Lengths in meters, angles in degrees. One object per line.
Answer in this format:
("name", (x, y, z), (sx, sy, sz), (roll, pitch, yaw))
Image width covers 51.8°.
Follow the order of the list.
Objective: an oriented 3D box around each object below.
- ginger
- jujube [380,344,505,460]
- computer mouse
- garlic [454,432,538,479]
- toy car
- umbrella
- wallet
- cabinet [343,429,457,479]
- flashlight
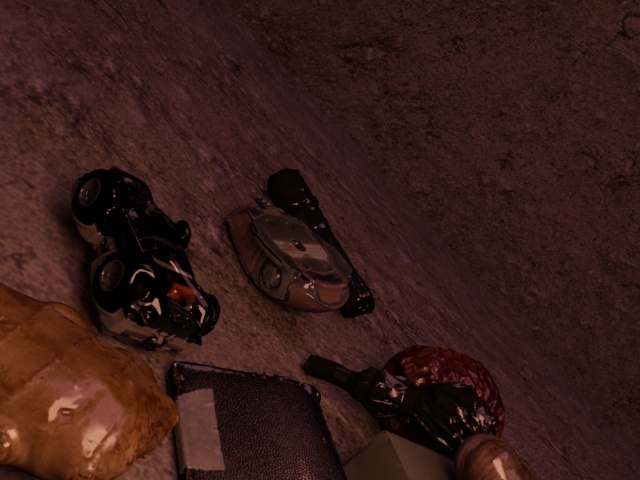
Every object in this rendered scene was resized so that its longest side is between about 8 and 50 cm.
("ginger", (-0.304, 0.083, 0.654), (0.375, 0.166, 0.236), (53, 28, 0))
("jujube", (0.229, 0.308, 1.234), (0.232, 0.213, 0.213), (23, 27, -23))
("computer mouse", (-0.084, 0.028, 1.311), (0.199, 0.115, 0.389), (13, 25, -42))
("garlic", (0.251, 0.348, 0.926), (0.159, 0.102, 0.147), (51, -2, -23))
("toy car", (-0.256, 0.024, 0.937), (0.193, 0.118, 0.301), (35, 20, -54))
("umbrella", (0.127, 0.261, 1.107), (0.340, 0.118, 0.118), (16, 7, 24))
("wallet", (-0.080, 0.277, 0.884), (0.262, 0.071, 0.221), (23, 30, -35))
("cabinet", (0.131, 0.399, 0.951), (0.206, 0.150, 0.145), (32, 19, -37))
("flashlight", (0.000, 0.000, 1.553), (0.103, 0.103, 0.424), (18, 34, -54))
